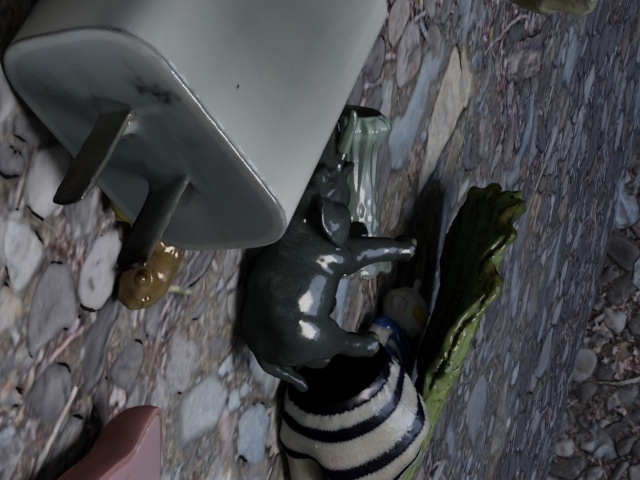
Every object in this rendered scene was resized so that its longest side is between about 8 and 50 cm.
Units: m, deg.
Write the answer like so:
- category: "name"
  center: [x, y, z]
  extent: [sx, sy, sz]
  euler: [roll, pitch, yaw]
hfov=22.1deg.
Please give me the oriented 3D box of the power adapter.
- category: "power adapter"
  center: [-0.080, -0.099, 0.973]
  extent: [0.187, 0.124, 0.255]
  euler: [51, 50, -36]

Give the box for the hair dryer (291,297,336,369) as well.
- category: "hair dryer"
  center: [-0.018, 0.084, 1.517]
  extent: [0.079, 0.031, 0.083]
  euler: [-5, 116, -60]

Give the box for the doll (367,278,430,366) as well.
- category: "doll"
  center: [0.064, 0.131, 1.743]
  extent: [0.114, 0.057, 0.227]
  euler: [67, 41, -55]

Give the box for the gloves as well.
- category: "gloves"
  center: [0.043, 0.199, 1.578]
  extent: [0.140, 0.131, 0.218]
  euler: [-45, 132, -26]

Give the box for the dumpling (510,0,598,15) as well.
- category: "dumpling"
  center: [0.198, -0.317, 1.555]
  extent: [0.187, 0.243, 0.318]
  euler: [-46, 147, 0]

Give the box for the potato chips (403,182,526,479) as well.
- category: "potato chips"
  center: [0.131, 0.129, 1.839]
  extent: [0.358, 0.070, 0.429]
  euler: [-64, 175, -72]

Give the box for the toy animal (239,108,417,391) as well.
- category: "toy animal"
  center: [0.007, -0.002, 1.386]
  extent: [0.137, 0.082, 0.269]
  euler: [7, 98, -45]

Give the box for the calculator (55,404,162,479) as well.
- category: "calculator"
  center: [-0.181, 0.284, 1.131]
  extent: [0.220, 0.048, 0.329]
  euler: [-41, 143, -63]

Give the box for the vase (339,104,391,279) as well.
- category: "vase"
  center: [0.029, -0.047, 1.487]
  extent: [0.081, 0.081, 0.148]
  euler: [-38, 134, -63]

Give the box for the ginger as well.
- category: "ginger"
  center: [-0.115, -0.028, 1.096]
  extent: [0.173, 0.051, 0.069]
  euler: [83, 30, -43]
